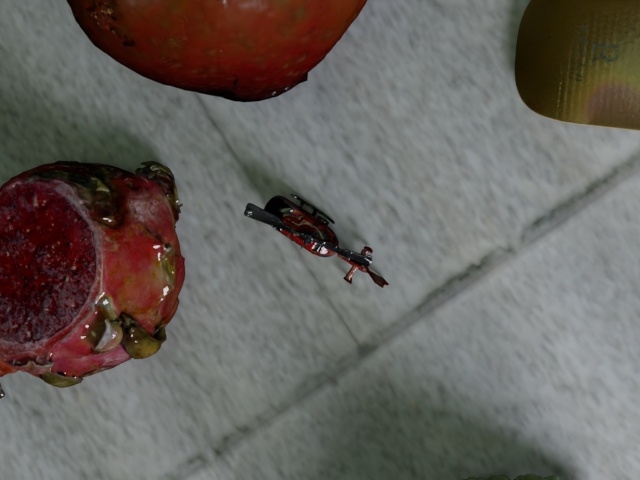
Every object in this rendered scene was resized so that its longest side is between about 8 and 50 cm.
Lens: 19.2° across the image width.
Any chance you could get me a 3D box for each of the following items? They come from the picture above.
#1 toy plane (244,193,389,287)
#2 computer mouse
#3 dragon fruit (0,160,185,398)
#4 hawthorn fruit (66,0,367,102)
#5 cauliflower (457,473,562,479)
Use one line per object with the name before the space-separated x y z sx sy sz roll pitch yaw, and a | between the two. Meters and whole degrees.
toy plane | 0.000 0.000 1.681 0.145 0.060 0.037 33 99 -3
computer mouse | 0.286 -0.154 1.605 0.245 0.056 0.126 8 93 14
dragon fruit | -0.239 0.041 1.701 0.211 0.147 0.282 45 99 10
hawthorn fruit | -0.086 -0.262 1.595 0.316 0.316 0.316 0 90 15
cauliflower | 0.166 0.338 1.575 0.239 0.256 0.315 -37 111 9
